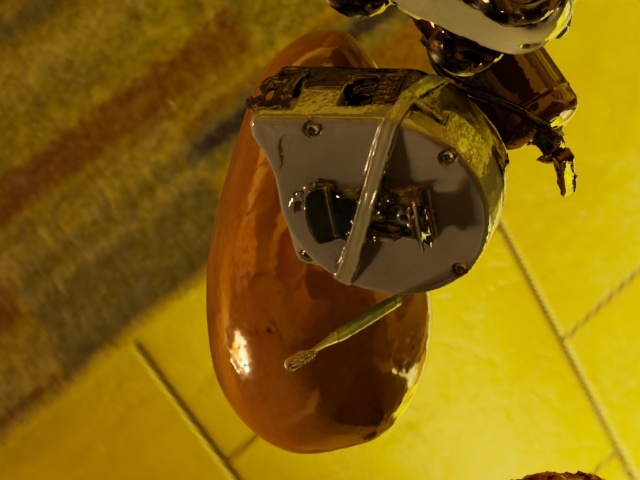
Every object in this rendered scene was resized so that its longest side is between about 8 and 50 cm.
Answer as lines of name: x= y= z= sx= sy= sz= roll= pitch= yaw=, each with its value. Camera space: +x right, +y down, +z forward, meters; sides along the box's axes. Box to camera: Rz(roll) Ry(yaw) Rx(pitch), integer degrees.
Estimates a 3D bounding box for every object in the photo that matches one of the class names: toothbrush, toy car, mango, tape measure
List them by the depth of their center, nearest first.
toothbrush: x=0.021 y=0.067 z=1.155 sx=0.167 sy=0.014 sz=0.011 roll=-26 pitch=94 yaw=-56
tape measure: x=0.052 y=-0.045 z=1.190 sx=0.107 sy=0.181 sz=0.182 roll=-62 pitch=142 yaw=-48
toy car: x=0.122 y=-0.276 z=1.372 sx=0.255 sy=0.188 sz=0.190 roll=25 pitch=75 yaw=-5
mango: x=0.000 y=0.000 z=1.616 sx=0.300 sy=0.232 sz=0.446 roll=45 pitch=43 yaw=-72

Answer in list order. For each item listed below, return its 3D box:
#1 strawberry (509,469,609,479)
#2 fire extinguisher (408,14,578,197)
strawberry: x=0.228 y=0.374 z=1.528 sx=0.310 sy=0.291 sz=0.292 roll=6 pitch=108 yaw=-65
fire extinguisher: x=0.163 y=-0.195 z=1.566 sx=0.105 sy=0.141 sz=0.341 roll=-33 pitch=81 yaw=3
